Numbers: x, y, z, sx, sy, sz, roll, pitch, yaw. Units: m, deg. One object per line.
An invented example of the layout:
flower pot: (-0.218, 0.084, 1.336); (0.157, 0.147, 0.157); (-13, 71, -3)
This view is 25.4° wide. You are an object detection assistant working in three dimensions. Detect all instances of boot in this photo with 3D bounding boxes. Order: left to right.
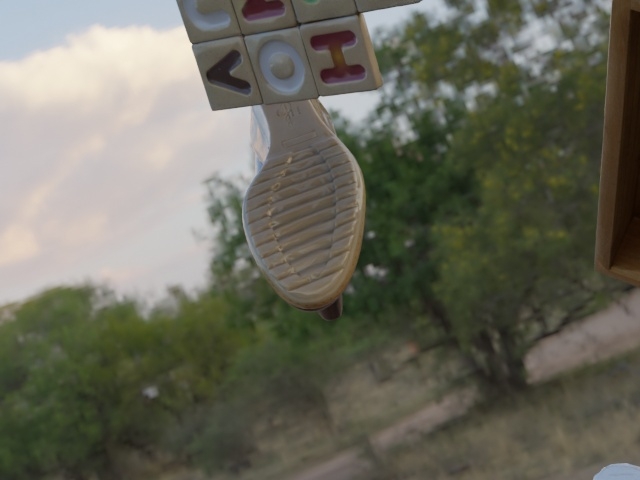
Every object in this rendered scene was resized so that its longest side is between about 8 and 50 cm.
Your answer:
boot: (0.000, 0.000, 1.101); (0.090, 0.248, 0.207); (-13, -41, 3)

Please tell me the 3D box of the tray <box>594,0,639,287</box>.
tray: (0.312, -0.057, 1.029); (0.076, 0.203, 0.411); (-61, -20, -20)

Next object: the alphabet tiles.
alphabet tiles: (-0.048, -0.182, 0.719); (0.198, 0.237, 0.009); (-3, 22, 40)

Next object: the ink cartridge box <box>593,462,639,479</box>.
ink cartridge box: (0.244, 0.211, 0.450); (0.353, 0.207, 0.119); (12, -9, 34)
